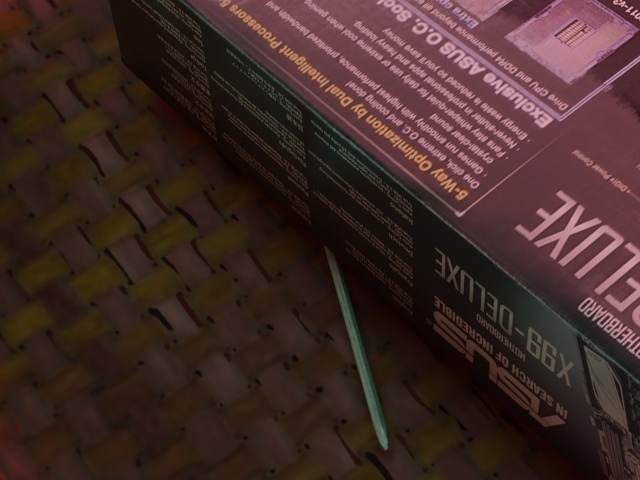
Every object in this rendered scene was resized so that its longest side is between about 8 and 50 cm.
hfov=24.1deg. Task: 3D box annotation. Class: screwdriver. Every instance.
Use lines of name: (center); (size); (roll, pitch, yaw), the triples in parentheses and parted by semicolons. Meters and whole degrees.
screwdriver: (0.000, 0.000, 0.547); (0.025, 0.024, 0.170); (8, 53, -26)

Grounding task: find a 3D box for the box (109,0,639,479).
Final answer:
box: (0.110, -0.065, 0.521); (0.242, 0.076, 0.307); (-36, 59, -22)
